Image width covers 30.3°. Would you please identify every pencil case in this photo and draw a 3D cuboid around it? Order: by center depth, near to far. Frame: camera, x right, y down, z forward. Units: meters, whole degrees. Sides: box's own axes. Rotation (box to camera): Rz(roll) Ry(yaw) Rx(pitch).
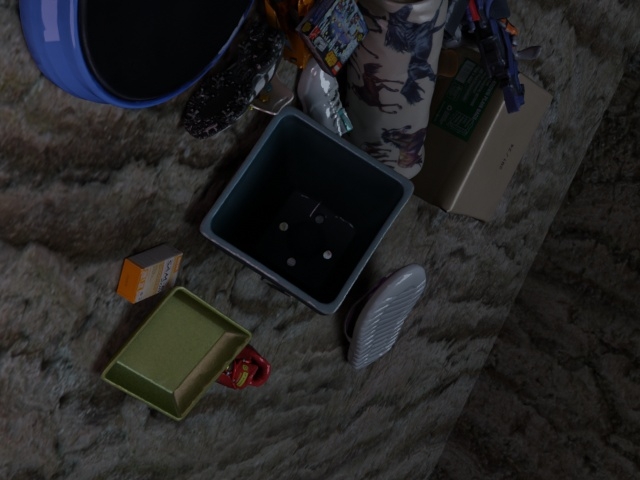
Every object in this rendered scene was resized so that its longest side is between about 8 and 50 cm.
[{"bbox_3d":[0.115,-0.299,1.990,0.159,0.184,0.410,-14,138,-16],"label":"pencil case"}]

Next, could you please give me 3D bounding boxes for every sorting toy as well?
[{"bbox_3d":[-0.083,-0.217,1.769,0.083,0.075,0.045,-47,154,-30],"label":"sorting toy"}]

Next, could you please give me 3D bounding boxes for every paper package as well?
[{"bbox_3d":[0.322,-0.219,2.513,0.325,0.168,0.309,-63,158,8],"label":"paper package"}]

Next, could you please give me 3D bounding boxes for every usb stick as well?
[{"bbox_3d":[0.258,-0.475,2.014,0.077,0.045,0.278,23,93,-55],"label":"usb stick"}]

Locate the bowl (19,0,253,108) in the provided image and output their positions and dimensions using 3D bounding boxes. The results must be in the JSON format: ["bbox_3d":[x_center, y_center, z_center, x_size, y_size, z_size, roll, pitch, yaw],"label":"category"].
[{"bbox_3d":[-0.188,-0.336,1.403,0.391,0.077,0.391,-46,153,-32],"label":"bowl"}]

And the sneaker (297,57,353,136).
[{"bbox_3d":[0.014,-0.216,1.953,0.080,0.094,0.212,-40,149,-38],"label":"sneaker"}]

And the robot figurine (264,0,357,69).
[{"bbox_3d":[-0.015,-0.393,1.693,0.211,0.085,0.291,-50,156,-26],"label":"robot figurine"}]

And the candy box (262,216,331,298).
[{"bbox_3d":[0.000,0.000,2.209,0.233,0.071,0.159,-61,158,2],"label":"candy box"}]

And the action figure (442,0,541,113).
[{"bbox_3d":[0.287,-0.385,2.200,0.330,0.178,0.342,-6,83,-55],"label":"action figure"}]

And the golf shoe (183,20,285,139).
[{"bbox_3d":[-0.115,-0.218,1.700,0.198,0.077,0.094,-49,169,-4],"label":"golf shoe"}]

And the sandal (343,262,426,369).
[{"bbox_3d":[0.114,0.162,2.627,0.169,0.102,0.416,-29,157,-28],"label":"sandal"}]

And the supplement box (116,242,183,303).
[{"bbox_3d":[-0.254,0.048,1.768,0.098,0.036,0.062,-26,140,-55],"label":"supplement box"}]

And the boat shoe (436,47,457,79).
[{"bbox_3d":[0.195,-0.338,2.219,0.207,0.073,0.073,8,87,-67],"label":"boat shoe"}]

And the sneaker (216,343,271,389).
[{"bbox_3d":[-0.167,0.203,2.025,0.107,0.118,0.279,-63,154,6],"label":"sneaker"}]

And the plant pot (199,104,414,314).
[{"bbox_3d":[-0.021,-0.025,1.928,0.248,0.247,0.252,-56,174,-10],"label":"plant pot"}]

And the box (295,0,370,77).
[{"bbox_3d":[0.020,-0.307,1.724,0.094,0.027,0.137,-53,156,-4],"label":"box"}]

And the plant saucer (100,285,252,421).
[{"bbox_3d":[-0.230,0.170,1.858,0.188,0.045,0.188,-49,133,2],"label":"plant saucer"}]
